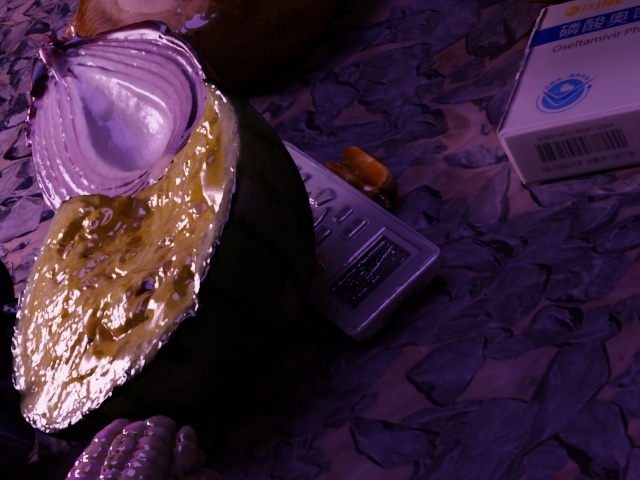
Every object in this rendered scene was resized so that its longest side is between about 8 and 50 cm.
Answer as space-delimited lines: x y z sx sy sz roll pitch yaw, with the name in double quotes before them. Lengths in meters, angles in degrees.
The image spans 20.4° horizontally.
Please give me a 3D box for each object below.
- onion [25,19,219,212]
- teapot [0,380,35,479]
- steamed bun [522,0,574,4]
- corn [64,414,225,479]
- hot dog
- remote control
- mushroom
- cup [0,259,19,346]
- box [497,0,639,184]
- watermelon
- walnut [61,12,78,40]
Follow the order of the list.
"onion" -0.203 -0.125 1.871 0.227 0.120 0.283 -47 55 8
"teapot" -0.325 0.180 1.578 0.177 0.096 0.087 -51 26 22
"steamed bun" 0.244 -0.351 1.699 0.374 0.241 0.374 -8 -5 -1
"corn" -0.185 0.277 1.339 0.127 0.126 0.335 -4 42 37
"hot dog" 0.039 -0.054 1.701 0.056 0.041 0.133 -34 24 -6
"remote control" 0.000 0.000 1.646 0.109 0.055 0.313 -43 37 -7
"mushroom" -0.120 -0.288 2.021 0.345 0.239 0.345 -7 25 3
"cup" -0.356 0.108 1.745 0.177 0.239 0.166 -77 11 -57
"box" 0.339 -0.162 1.566 0.343 0.065 0.200 -11 37 30
"watermelon" -0.111 0.040 1.539 0.331 0.189 0.331 -38 42 43
"walnut" -0.256 -0.265 2.220 0.170 0.069 0.143 -34 33 1
